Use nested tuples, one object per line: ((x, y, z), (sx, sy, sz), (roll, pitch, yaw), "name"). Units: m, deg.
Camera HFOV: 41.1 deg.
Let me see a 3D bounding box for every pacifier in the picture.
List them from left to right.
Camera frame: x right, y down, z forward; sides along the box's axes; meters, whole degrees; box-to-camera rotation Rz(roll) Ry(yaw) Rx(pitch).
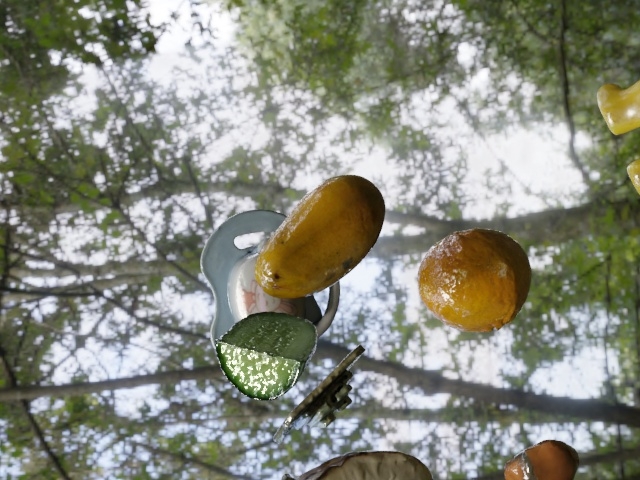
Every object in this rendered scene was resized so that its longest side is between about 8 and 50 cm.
((-0.100, 0.085, 1.515), (0.238, 0.226, 0.287), (-12, -83, -20), "pacifier")

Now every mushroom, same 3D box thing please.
((0.029, 0.408, 1.337), (0.285, 0.151, 0.156), (-14, -91, -31), "mushroom")

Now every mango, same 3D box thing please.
((0.002, 0.001, 0.979), (0.178, 0.090, 0.115), (-49, -33, -13), "mango")

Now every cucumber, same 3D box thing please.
((-0.058, 0.142, 1.099), (0.244, 0.115, 0.063), (-38, -41, -78), "cucumber")

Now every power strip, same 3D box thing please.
((0.010, 0.286, 1.508), (0.198, 0.064, 0.213), (-42, -8, -20), "power strip")

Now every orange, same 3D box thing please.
((0.236, 0.062, 1.315), (0.177, 0.177, 0.155), (42, -144, -53), "orange")

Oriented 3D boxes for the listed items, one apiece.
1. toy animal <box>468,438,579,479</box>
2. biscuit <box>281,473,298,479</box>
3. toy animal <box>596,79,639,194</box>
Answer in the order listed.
((0.247, 0.396, 0.863), (0.191, 0.216, 0.338), (48, -162, -41), "toy animal")
((0.046, 0.385, 0.907), (0.289, 0.038, 0.141), (38, -126, -3), "biscuit")
((0.259, -0.093, 0.431), (0.156, 0.229, 0.156), (32, -137, -36), "toy animal")
